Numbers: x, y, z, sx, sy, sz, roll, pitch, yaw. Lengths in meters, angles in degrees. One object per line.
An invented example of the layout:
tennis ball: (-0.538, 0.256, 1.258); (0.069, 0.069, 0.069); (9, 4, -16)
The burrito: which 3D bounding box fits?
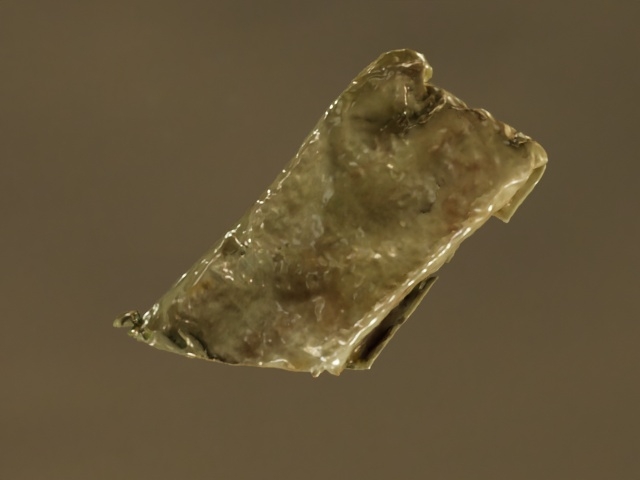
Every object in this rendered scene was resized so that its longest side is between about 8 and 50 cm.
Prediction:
burrito: (0.006, 0.010, 1.478); (0.348, 0.107, 0.175); (-44, -116, 11)
